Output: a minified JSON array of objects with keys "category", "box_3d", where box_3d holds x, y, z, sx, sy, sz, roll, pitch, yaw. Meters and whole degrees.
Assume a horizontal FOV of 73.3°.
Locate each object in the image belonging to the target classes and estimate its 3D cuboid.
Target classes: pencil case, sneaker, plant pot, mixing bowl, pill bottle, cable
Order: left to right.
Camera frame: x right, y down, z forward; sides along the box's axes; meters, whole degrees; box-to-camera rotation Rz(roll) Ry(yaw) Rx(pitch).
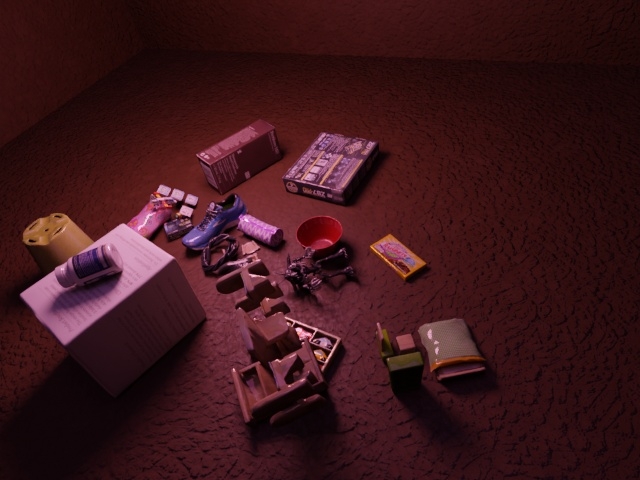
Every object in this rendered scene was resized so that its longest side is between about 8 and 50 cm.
[{"category":"plant pot","box_3d":[-1.050,0.039,1.754,0.275,0.254,0.276,-5,46,5]},{"category":"pill bottle","box_3d":[-0.698,0.080,1.299,0.169,0.094,0.094,-23,46,-11]},{"category":"pencil case","box_3d":[-0.779,-0.057,1.894,0.124,0.124,0.284,11,50,21]},{"category":"sneaker","box_3d":[-0.465,-0.092,1.840,0.129,0.147,0.330,26,57,31]},{"category":"cable","box_3d":[-0.422,0.048,1.743,0.150,0.047,0.185,25,70,34]},{"category":"sneaker","box_3d":[-0.307,0.122,1.661,0.170,0.051,0.089,-18,59,-6]},{"category":"pencil case","box_3d":[-0.251,-0.046,1.795,0.206,0.088,0.086,22,56,28]},{"category":"mixing bowl","box_3d":[0.000,0.000,1.693,0.181,0.098,0.182,-5,45,5]}]

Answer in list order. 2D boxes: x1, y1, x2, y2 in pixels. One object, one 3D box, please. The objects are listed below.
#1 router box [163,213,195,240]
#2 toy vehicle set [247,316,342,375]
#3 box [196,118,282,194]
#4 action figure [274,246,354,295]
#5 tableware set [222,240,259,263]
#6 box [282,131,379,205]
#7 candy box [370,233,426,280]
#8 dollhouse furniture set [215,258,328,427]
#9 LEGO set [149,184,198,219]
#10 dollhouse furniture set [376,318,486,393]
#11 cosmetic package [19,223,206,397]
[{"category":"router box","box_3d":[-0.628,-0.058,1.915,0.122,0.038,0.092,-24,47,-12]},{"category":"toy vehicle set","box_3d":[-0.084,0.351,1.414,0.266,0.035,0.166,16,52,25]},{"category":"box","box_3d":[-0.387,-0.410,2.104,0.381,0.191,0.143,-38,51,-22]},{"category":"action figure","box_3d":[-0.027,0.103,1.561,0.275,0.141,0.164,-14,83,-10]},{"category":"tableware set","box_3d":[-0.324,0.066,1.749,0.168,0.020,0.141,-18,46,-7]},{"category":"box","box_3d":[0.057,-0.351,2.025,0.318,0.097,0.395,15,51,26]},{"category":"candy box","box_3d":[0.291,0.060,1.628,0.105,0.027,0.206,-28,48,-20]},{"category":"dollhouse furniture set","box_3d":[-0.163,0.330,1.165,0.256,0.394,0.362,-26,54,-2]},{"category":"LEGO set","box_3d":[-0.655,-0.183,1.934,0.182,0.060,0.244,21,27,-16]},{"category":"dollhouse furniture set","box_3d":[0.332,0.310,1.291,0.301,0.151,0.198,-12,45,0]},{"category":"cosmetic package","box_3d":[-0.678,0.222,1.453,0.329,0.328,0.393,27,56,32]}]
